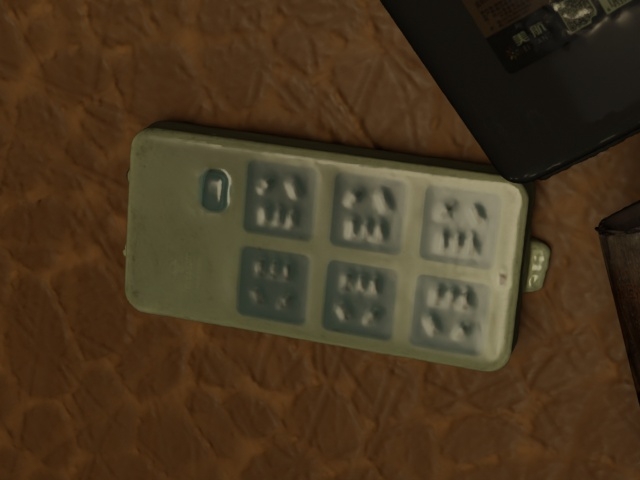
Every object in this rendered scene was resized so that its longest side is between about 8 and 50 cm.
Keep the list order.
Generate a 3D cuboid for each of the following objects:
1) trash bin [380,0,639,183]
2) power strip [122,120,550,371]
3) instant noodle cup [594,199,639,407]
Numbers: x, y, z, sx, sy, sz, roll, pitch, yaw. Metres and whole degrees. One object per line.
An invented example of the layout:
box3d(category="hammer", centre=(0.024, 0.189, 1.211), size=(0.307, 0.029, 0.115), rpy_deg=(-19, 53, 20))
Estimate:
box3d(category="trash bin", centre=(0.097, -0.195, 0.692), size=(0.209, 0.182, 0.290), rpy_deg=(-29, 101, 22))
box3d(category="power strip", centre=(0.000, 0.000, 0.847), size=(0.270, 0.046, 0.118), rpy_deg=(9, 108, 16))
box3d(category="instant noodle cup", centre=(0.251, 0.062, 0.706), size=(0.217, 0.217, 0.207), rpy_deg=(-18, 93, 21))
